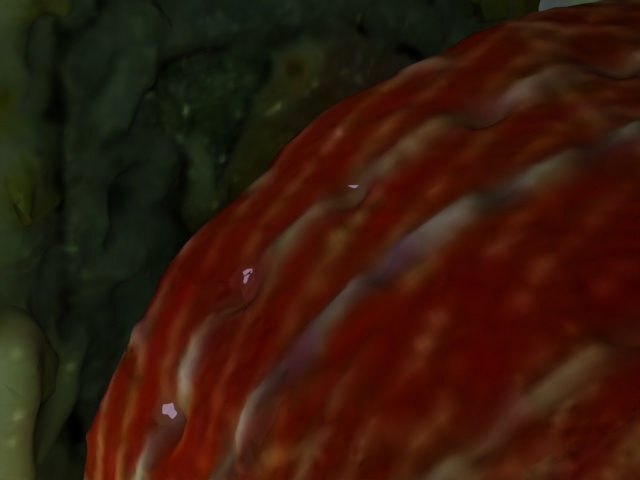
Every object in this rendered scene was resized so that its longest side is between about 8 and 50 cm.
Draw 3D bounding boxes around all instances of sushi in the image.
[{"bbox_3d":[-0.080,0.001,0.698,0.240,0.351,0.396,18,120,44],"label":"sushi"}]

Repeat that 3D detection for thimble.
[{"bbox_3d":[0.102,0.102,0.526,0.230,0.350,0.350,-130,32,-49],"label":"thimble"}]
